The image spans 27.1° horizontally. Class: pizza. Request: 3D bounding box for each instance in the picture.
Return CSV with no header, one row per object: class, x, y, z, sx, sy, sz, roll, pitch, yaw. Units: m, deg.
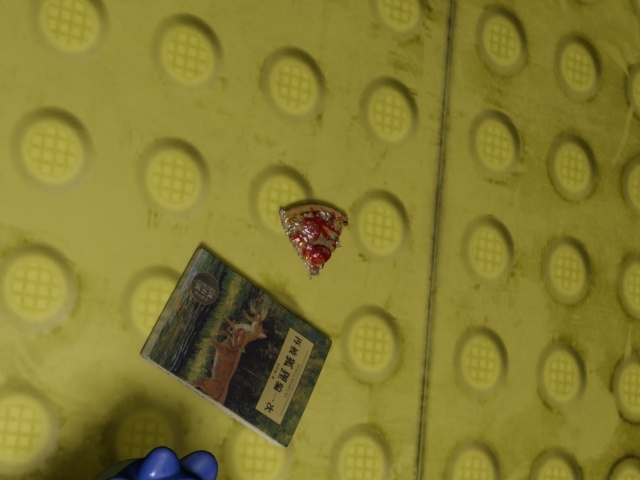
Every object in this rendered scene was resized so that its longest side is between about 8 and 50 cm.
pizza,0.004,-0.014,1.732,0.099,0.029,0.100,-32,103,-35

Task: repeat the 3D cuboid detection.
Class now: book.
book,-0.098,0.135,1.645,0.228,0.024,0.160,38,62,-25

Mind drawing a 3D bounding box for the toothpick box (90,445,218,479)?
toothpick box,-0.223,0.373,1.391,0.355,0.263,0.263,-38,106,-34
